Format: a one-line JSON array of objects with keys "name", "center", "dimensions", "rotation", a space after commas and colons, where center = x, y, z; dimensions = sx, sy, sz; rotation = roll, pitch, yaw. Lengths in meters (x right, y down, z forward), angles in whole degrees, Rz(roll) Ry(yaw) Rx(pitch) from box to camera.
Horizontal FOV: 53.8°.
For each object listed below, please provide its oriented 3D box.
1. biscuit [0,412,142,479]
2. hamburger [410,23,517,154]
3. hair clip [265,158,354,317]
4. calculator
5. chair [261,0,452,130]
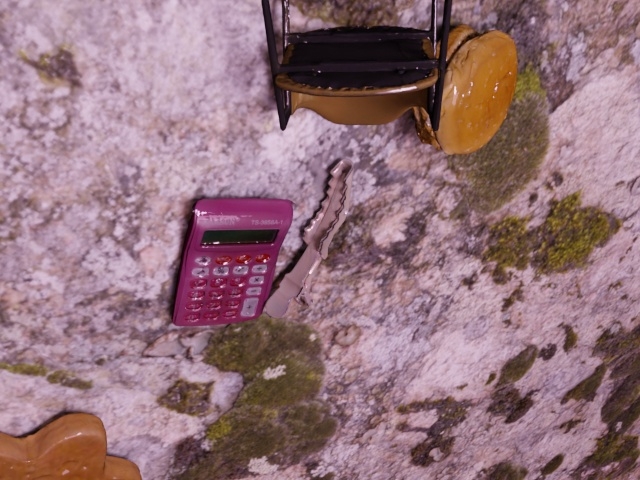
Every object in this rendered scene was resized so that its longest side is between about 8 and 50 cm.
[{"name": "biscuit", "center": [-0.380, 0.371, 0.846], "dimensions": [0.275, 0.052, 0.354], "rotation": [-9, 127, -24]}, {"name": "hamburger", "center": [0.169, -0.172, 0.737], "dimensions": [0.147, 0.083, 0.138], "rotation": [-45, 146, -21]}, {"name": "hair clip", "center": [0.000, 0.000, 0.809], "dimensions": [0.072, 0.034, 0.225], "rotation": [-2, 121, -58]}, {"name": "calculator", "center": [-0.112, 0.028, 0.770], "dimensions": [0.127, 0.034, 0.190], "rotation": [-2, 129, -30]}, {"name": "chair", "center": [0.037, -0.185, 0.606], "dimensions": [0.159, 0.172, 0.246], "rotation": [1, 127, 5]}]
